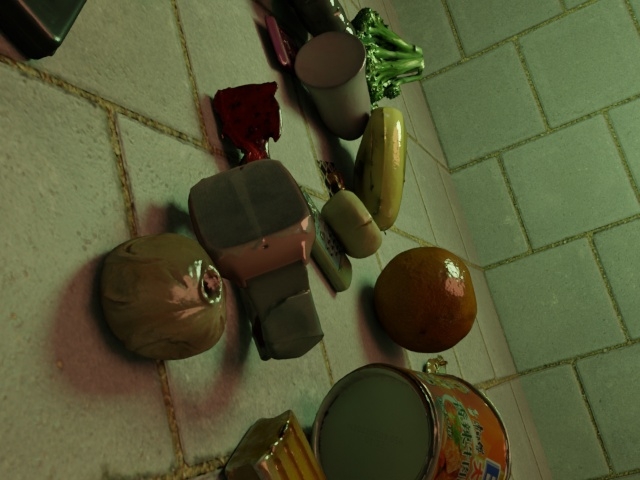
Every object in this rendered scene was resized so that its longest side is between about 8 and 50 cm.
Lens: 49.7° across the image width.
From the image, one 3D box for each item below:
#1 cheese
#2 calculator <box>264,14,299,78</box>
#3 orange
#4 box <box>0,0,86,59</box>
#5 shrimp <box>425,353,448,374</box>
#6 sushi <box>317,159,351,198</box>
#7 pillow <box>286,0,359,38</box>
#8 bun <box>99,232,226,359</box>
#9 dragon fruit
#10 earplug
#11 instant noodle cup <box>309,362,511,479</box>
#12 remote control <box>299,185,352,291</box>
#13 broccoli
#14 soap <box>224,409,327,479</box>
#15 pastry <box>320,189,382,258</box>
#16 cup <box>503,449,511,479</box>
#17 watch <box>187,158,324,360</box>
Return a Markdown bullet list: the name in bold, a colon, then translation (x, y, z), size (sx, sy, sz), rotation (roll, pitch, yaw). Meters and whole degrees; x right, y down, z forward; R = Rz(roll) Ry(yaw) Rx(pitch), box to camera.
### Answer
- **cheese**: translation (0.162, -0.168, 1.771), size (0.259, 0.128, 0.316), rotation (42, 56, -71)
- **calculator**: translation (-0.084, -0.456, 1.669), size (0.127, 0.034, 0.190), rotation (70, 15, 6)
- **orange**: translation (0.248, 0.137, 1.627), size (0.264, 0.264, 0.264), rotation (51, 27, -39)
- **box**: translation (-0.357, -0.341, 0.855), size (0.160, 0.050, 0.230), rotation (53, 26, -37)
- **shrimp**: translation (0.317, 0.352, 1.868), size (0.092, 0.043, 0.184), rotation (64, 22, -4)
- **sushi**: translation (0.044, -0.141, 1.687), size (0.120, 0.026, 0.126), rotation (-10, 80, -68)
- **pillow**: translation (-0.008, -0.593, 1.780), size (0.228, 0.101, 0.326), rotation (50, 9, -41)
- **bun**: translation (-0.174, 0.063, 0.831), size (0.167, 0.113, 0.173), rotation (57, 22, -29)
- **dragon fruit**: translation (-0.107, -0.186, 1.244), size (0.092, 0.122, 0.192), rotation (53, 19, -72)
- **earplug**: translation (0.054, -0.353, 1.732), size (0.301, 0.172, 0.173), rotation (65, 14, -59)
- **instant noodle cup**: translation (0.132, 0.334, 1.130), size (0.214, 0.296, 0.297), rotation (31, 41, -46)
- **remote control**: translation (0.000, 0.000, 1.431), size (0.234, 0.038, 0.098), rotation (57, 23, -27)
- **broccoli**: translation (0.161, -0.517, 2.024), size (0.308, 0.274, 0.308), rotation (1, 90, -86)
- **soap**: translation (-0.035, 0.368, 0.943), size (0.232, 0.073, 0.140), rotation (66, 22, -9)
- **pastry**: translation (0.067, -0.033, 1.490), size (0.156, 0.092, 0.156), rotation (47, -10, 11)
- **cup**: translation (0.298, 0.527, 1.474), size (0.197, 0.196, 0.280), rotation (64, 28, -12)
- **watch**: translation (-0.076, 0.040, 1.009), size (0.241, 0.161, 0.253), rotation (77, -9, -46)
